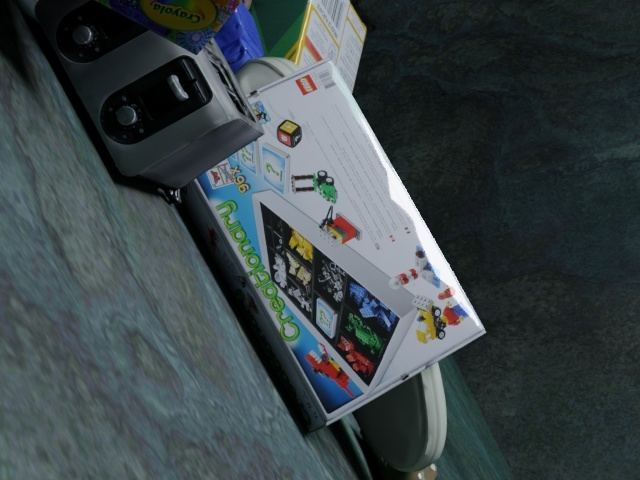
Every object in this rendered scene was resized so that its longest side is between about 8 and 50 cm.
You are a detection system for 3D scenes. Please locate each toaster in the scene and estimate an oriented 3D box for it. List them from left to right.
[{"bbox_3d":[-0.139,-0.134,1.258,0.168,0.110,0.185,62,6,7],"label":"toaster"}]

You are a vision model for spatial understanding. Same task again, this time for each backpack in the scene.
[{"bbox_3d":[-0.132,-0.210,1.641,0.098,0.120,0.101,54,18,-60],"label":"backpack"}]

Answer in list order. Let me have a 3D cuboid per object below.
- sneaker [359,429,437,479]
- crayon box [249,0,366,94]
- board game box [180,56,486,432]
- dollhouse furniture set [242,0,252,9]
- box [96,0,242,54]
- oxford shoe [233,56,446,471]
[{"bbox_3d":[0.074,0.220,1.612,0.086,0.064,0.192,51,7,-5],"label":"sneaker"},{"bbox_3d":[-0.038,-0.163,1.833,0.203,0.083,0.323,49,50,-64],"label":"crayon box"},{"bbox_3d":[0.000,0.000,1.403,0.305,0.193,0.053,61,-25,4],"label":"board game box"},{"bbox_3d":[-0.127,-0.293,1.913,0.374,0.152,0.201,57,7,-32],"label":"dollhouse furniture set"},{"bbox_3d":[-0.178,-0.328,1.074,0.290,0.177,0.279,26,27,-35],"label":"box"},{"bbox_3d":[-0.010,0.034,1.507,0.169,0.130,0.449,-24,-90,54],"label":"oxford shoe"}]
